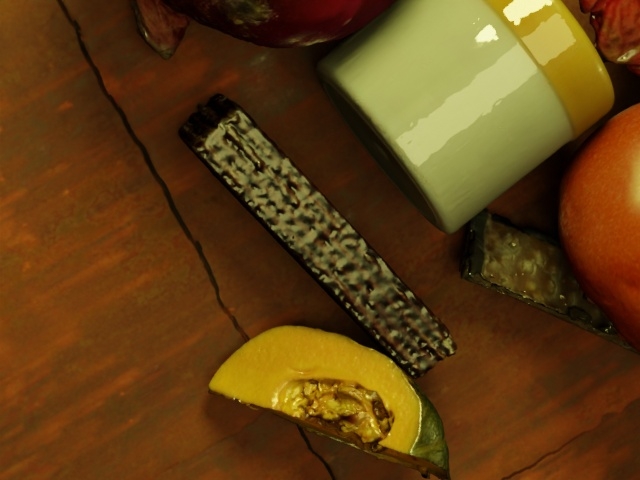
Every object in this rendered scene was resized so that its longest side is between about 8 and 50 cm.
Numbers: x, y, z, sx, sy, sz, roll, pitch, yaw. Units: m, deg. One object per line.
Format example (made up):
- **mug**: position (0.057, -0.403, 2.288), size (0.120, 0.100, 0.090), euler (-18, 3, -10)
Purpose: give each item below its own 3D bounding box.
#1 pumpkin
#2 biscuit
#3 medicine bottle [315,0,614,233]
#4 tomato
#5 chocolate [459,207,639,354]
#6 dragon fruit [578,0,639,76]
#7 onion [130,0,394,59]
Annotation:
- **pumpkin**: position (0.035, 0.183, 1.865), size (0.278, 0.163, 0.111), euler (15, 74, 21)
- **biscuit**: position (0.000, 0.000, 1.804), size (0.073, 0.107, 0.388), euler (-45, 109, -1)
- **medicine bottle**: position (0.150, -0.164, 1.738), size (0.232, 0.238, 0.238), euler (-38, 109, -2)
- **tomato**: position (0.427, -0.006, 1.785), size (0.341, 0.341, 0.273), euler (35, 119, -19)
- **chocolate**: position (0.299, 0.061, 1.917), size (0.329, 0.065, 0.102), euler (23, 59, -18)
- **dragon fruit**: position (0.424, -0.273, 1.713), size (0.228, 0.329, 0.286), euler (-8, 109, 31)
- **onion**: position (-0.078, -0.315, 1.636), size (0.348, 0.348, 0.385), euler (34, 127, -19)
